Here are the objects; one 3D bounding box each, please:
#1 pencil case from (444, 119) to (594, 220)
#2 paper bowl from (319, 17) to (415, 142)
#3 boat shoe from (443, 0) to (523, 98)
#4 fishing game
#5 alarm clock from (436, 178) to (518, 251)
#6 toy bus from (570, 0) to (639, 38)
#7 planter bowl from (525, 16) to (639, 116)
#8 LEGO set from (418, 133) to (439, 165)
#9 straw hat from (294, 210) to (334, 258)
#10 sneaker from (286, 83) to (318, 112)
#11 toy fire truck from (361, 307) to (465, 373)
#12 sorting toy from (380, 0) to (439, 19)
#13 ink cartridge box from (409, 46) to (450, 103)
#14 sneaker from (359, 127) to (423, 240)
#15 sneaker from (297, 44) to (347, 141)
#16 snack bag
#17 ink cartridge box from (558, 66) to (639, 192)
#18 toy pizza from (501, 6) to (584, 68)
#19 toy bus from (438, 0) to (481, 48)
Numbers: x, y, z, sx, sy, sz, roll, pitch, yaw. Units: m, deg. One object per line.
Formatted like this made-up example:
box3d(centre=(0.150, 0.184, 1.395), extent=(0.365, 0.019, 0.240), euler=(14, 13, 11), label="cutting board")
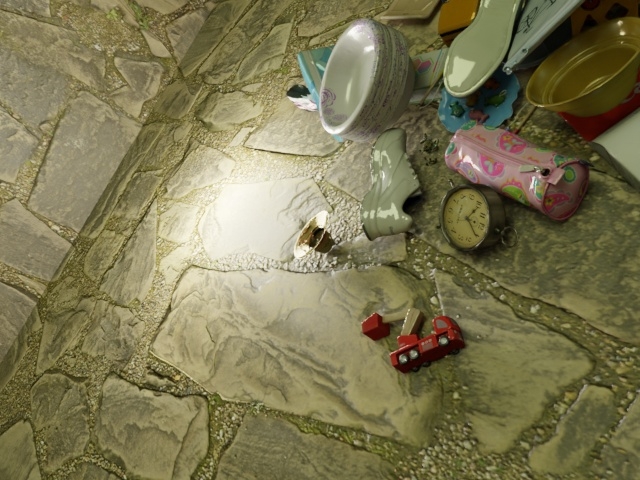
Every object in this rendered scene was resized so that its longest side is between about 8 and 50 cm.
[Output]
box3d(centre=(0.367, -0.142, 1.062), extent=(0.124, 0.124, 0.284), euler=(-51, 38, 3), label="pencil case")
box3d(centre=(0.122, -0.383, 1.372), extent=(0.284, 0.147, 0.285), euler=(-31, 53, 55), label="paper bowl")
box3d(centre=(0.365, -0.438, 1.225), extent=(0.116, 0.099, 0.320), euler=(22, 81, 19), label="boat shoe")
box3d(centre=(0.348, -0.319, 1.233), extent=(0.264, 0.041, 0.189), euler=(39, 92, 37), label="fishing game")
box3d(centre=(0.305, -0.036, 1.062), extent=(0.192, 0.064, 0.130), euler=(41, 127, 51), label="alarm clock")
box3d(centre=(0.579, -0.434, 1.069), extent=(0.190, 0.105, 0.202), euler=(-19, 17, -16), label="toy bus")
box3d(centre=(0.491, -0.289, 0.998), extent=(0.217, 0.090, 0.217), euler=(-38, 25, 21), label="planter bowl")
box3d(centre=(0.257, -0.212, 1.306), extent=(0.054, 0.023, 0.083), euler=(-6, 72, 45), label="LEGO set")
box3d(centre=(0.000, 0.000, 1.374), extent=(0.144, 0.061, 0.145), euler=(-45, 25, 28), label="straw hat")
box3d(centre=(-0.013, -0.424, 1.695), extent=(0.178, 0.077, 0.072), euler=(25, 74, 29), label="sneaker")
box3d(centre=(0.176, 0.180, 1.077), extent=(0.192, 0.047, 0.135), euler=(-31, 43, 25), label="toy fire truck")
box3d(centre=(0.296, -0.716, 1.623), extent=(0.208, 0.038, 0.193), euler=(-54, 39, -6), label="sorting toy")
box3d(centre=(0.249, -0.412, 1.421), extent=(0.209, 0.062, 0.109), euler=(5, 68, 48), label="ink cartridge box")
box3d(centre=(0.178, -0.132, 1.280), extent=(0.129, 0.111, 0.298), euler=(-1, 63, 25), label="sneaker")
box3d(centre=(0.077, -0.441, 1.574), extent=(0.208, 0.127, 0.319), euler=(-22, 69, -2), label="sneaker")
box3d(centre=(0.498, -0.516, 1.070), extent=(0.323, 0.037, 0.343), euler=(-45, 16, 55), label="snack bag")
box3d(centre=(0.602, -0.251, 0.929), extent=(0.308, 0.091, 0.385), euler=(-38, 43, 18), label="ink cartridge box")
box3d(centre=(0.487, -0.461, 1.242), extent=(0.201, 0.032, 0.202), euler=(-26, 47, 32), label="toy pizza")
box3d(centre=(0.394, -0.630, 1.381), extent=(0.108, 0.130, 0.333), euler=(0, 63, 46), label="toy bus")
